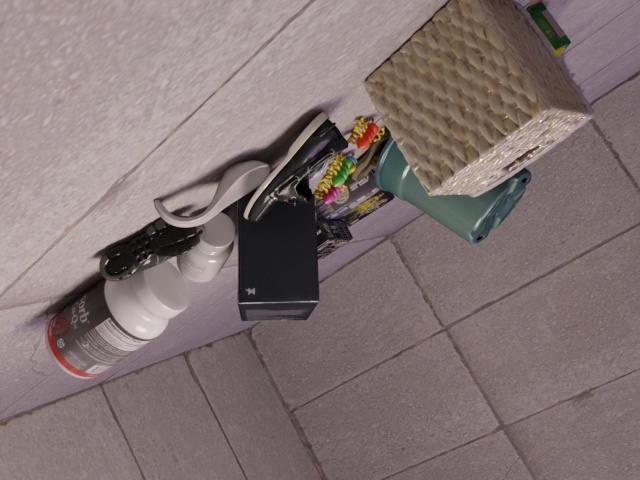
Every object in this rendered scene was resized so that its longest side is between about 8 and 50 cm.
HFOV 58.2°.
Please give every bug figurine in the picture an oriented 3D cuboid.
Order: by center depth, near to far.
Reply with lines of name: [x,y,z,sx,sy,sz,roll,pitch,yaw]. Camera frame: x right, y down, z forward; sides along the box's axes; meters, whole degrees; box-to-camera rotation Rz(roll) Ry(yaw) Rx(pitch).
bug figurine: [0.070,-0.204,1.554,0.216,0.072,0.279,-56,-179,-23]

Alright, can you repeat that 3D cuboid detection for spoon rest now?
spoon rest: [-0.232,-0.103,1.312,0.276,0.084,0.137,-26,169,-16]

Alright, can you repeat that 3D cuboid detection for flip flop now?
flip flop: [0.184,-0.251,1.737,0.112,0.080,0.277,-22,164,-39]

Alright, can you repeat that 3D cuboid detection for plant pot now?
plant pot: [0.391,-0.188,1.652,0.341,0.334,0.341,-38,154,-22]

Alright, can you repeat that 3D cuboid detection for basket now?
basket: [0.330,-0.308,1.240,0.328,0.332,0.266,-38,161,36]

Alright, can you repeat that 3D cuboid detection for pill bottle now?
pill bottle: [-0.304,0.016,1.542,0.131,0.131,0.229,-24,168,-30]
pill bottle: [-0.546,0.204,1.561,0.362,0.210,0.210,-33,169,17]

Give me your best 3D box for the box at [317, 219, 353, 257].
box: [0.000,0.000,1.942,0.147,0.078,0.180,-35,166,28]

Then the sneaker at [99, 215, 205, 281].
sneaker: [-0.408,0.011,1.409,0.267,0.101,0.106,-23,-177,-3]

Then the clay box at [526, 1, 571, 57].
clay box: [0.541,-0.487,1.476,0.053,0.128,0.222,-29,170,-7]

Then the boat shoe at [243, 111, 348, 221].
boat shoe: [-0.056,-0.142,1.359,0.340,0.113,0.127,-48,-177,26]

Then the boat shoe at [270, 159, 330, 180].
boat shoe: [-0.061,-0.175,1.482,0.183,0.065,0.083,-34,169,22]

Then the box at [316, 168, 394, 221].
box: [0.054,-0.105,2.043,0.394,0.097,0.318,-31,166,12]

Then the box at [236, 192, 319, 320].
box: [-0.128,0.063,1.638,0.211,0.294,0.395,0,166,-6]
